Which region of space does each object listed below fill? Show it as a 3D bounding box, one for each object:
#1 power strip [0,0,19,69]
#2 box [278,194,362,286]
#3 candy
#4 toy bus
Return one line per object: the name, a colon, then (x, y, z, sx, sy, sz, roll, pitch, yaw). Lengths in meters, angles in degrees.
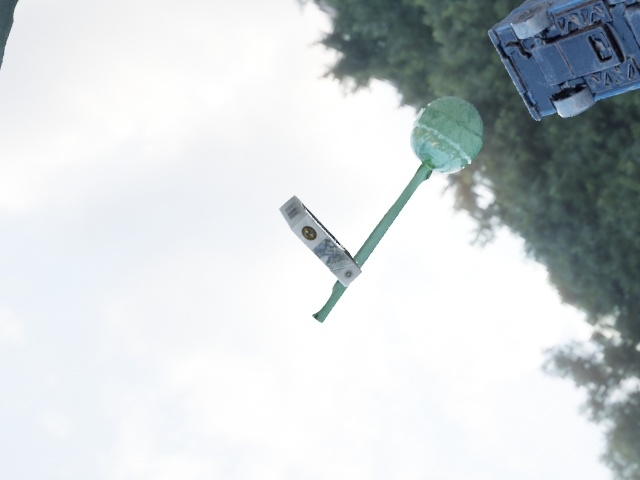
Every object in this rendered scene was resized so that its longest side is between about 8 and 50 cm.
power strip: (-0.375, -0.170, 1.042, 0.064, 0.213, 0.198, -11, 148, 45)
box: (0.000, 0.000, 1.111, 0.083, 0.024, 0.054, 46, -177, -27)
candy: (0.123, -0.046, 1.970, 0.119, 0.440, 0.119, 34, 175, 3)
toy bus: (0.295, -0.210, 1.143, 0.133, 0.234, 0.116, -42, -71, -38)
